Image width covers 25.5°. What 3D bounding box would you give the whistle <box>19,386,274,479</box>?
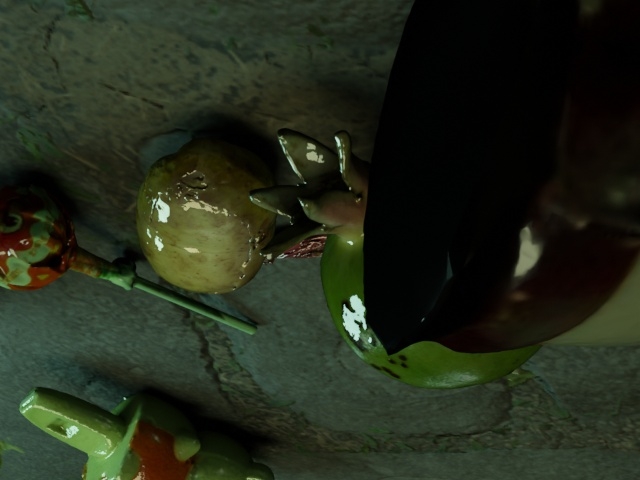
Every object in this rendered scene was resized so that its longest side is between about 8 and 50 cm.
[{"bbox_3d":[-0.176,0.224,1.456,0.288,0.106,0.131,29,138,-25],"label":"whistle"}]

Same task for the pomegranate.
[{"bbox_3d":[0.062,0.000,0.945,0.224,0.181,0.181,31,144,-31],"label":"pomegranate"}]

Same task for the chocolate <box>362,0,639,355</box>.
[{"bbox_3d":[0.145,-0.061,0.751,0.186,0.283,0.283,12,149,-8],"label":"chocolate"}]

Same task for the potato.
[{"bbox_3d":[-0.085,-0.018,1.060,0.107,0.080,0.170,18,146,6],"label":"potato"}]

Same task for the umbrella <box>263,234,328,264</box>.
[{"bbox_3d":[0.000,0.000,1.114,0.165,0.025,0.027,-9,125,28],"label":"umbrella"}]

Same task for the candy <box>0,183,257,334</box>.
[{"bbox_3d":[-0.163,0.029,1.193,0.288,0.078,0.084,24,128,-35],"label":"candy"}]
